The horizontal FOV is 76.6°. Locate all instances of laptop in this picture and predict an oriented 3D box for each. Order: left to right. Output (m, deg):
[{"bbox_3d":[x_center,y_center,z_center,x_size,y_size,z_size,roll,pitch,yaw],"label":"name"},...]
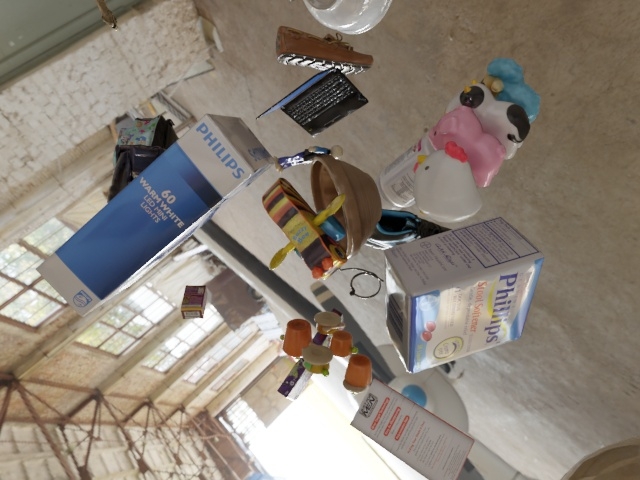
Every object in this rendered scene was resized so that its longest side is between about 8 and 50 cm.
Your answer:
[{"bbox_3d":[-0.017,-0.395,1.221,0.234,0.137,0.264,-23,144,33],"label":"laptop"}]

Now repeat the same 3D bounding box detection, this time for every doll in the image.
[{"bbox_3d":[-0.030,-0.231,1.123,0.129,0.189,0.046,19,-121,-83],"label":"doll"}]

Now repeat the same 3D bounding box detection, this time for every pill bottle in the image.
[{"bbox_3d":[0.300,-0.209,1.339,0.160,0.160,0.283,49,138,-4],"label":"pill bottle"}]

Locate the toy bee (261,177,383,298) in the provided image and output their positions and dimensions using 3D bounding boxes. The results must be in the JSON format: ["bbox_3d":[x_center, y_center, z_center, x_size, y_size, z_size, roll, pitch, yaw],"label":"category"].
[{"bbox_3d":[0.000,0.000,0.765,0.298,0.195,0.162,27,-165,5],"label":"toy bee"}]

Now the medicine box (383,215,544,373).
[{"bbox_3d":[0.299,0.123,0.897,0.149,0.289,0.264,-114,11,-51],"label":"medicine box"}]

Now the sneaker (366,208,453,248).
[{"bbox_3d":[0.276,-0.007,1.161,0.340,0.125,0.140,12,162,1],"label":"sneaker"}]

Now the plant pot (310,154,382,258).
[{"bbox_3d":[0.065,-0.085,0.917,0.237,0.109,0.237,162,90,-78],"label":"plant pot"}]

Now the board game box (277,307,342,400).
[{"bbox_3d":[-0.024,0.428,1.504,0.056,0.347,0.208,32,162,14],"label":"board game box"}]

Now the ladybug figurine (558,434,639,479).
[{"bbox_3d":[0.314,0.402,0.365,0.161,0.305,0.450,-11,88,32],"label":"ladybug figurine"}]

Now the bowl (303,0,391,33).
[{"bbox_3d":[0.039,-0.689,1.057,0.297,0.134,0.298,28,138,29],"label":"bowl"}]

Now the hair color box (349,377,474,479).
[{"bbox_3d":[0.118,0.249,0.528,0.141,0.072,0.043,26,168,26],"label":"hair color box"}]

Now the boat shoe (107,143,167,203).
[{"bbox_3d":[-0.401,-0.168,1.091,0.127,0.158,0.340,12,-170,21],"label":"boat shoe"}]

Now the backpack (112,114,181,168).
[{"bbox_3d":[-0.562,-0.259,1.347,0.225,0.191,0.254,72,-171,-62],"label":"backpack"}]

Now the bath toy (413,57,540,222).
[{"bbox_3d":[0.256,-0.178,0.684,0.151,0.348,0.129,22,144,28],"label":"bath toy"}]

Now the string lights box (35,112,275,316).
[{"bbox_3d":[-0.182,-0.034,0.479,0.077,0.259,0.133,50,-168,-9],"label":"string lights box"}]

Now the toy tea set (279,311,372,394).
[{"bbox_3d":[0.014,0.336,1.174,0.336,0.200,0.124,-138,48,-61],"label":"toy tea set"}]

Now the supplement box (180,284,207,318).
[{"bbox_3d":[-0.331,0.161,1.065,0.083,0.055,0.043,-94,6,-47],"label":"supplement box"}]

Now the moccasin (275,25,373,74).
[{"bbox_3d":[0.021,-0.702,1.496,0.139,0.380,0.147,-171,85,-74],"label":"moccasin"}]

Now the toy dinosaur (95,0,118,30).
[{"bbox_3d":[-0.328,-0.404,0.583,0.053,0.183,0.092,2,-178,12],"label":"toy dinosaur"}]
